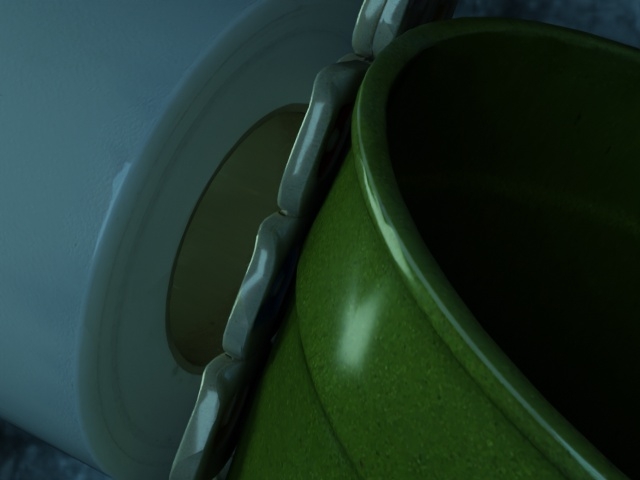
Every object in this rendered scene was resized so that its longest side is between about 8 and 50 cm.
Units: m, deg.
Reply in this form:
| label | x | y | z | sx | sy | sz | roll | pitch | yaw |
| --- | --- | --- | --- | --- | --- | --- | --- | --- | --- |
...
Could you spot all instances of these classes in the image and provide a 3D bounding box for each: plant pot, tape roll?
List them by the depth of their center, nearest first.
| label | x | y | z | sx | sy | sz | roll | pitch | yaw |
| --- | --- | --- | --- | --- | --- | --- | --- | --- | --- |
| plant pot | 0.095 | 0.162 | 0.729 | 0.366 | 0.366 | 0.353 | 42 | 120 | 20 |
| tape roll | -0.098 | -0.031 | 0.858 | 0.169 | 0.246 | 0.246 | 23 | 101 | 24 |

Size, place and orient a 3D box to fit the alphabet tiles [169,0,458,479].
| label | x | y | z | sx | sy | sz | roll | pitch | yaw |
| --- | --- | --- | --- | --- | --- | --- | --- | --- | --- |
| alphabet tiles | 0.000 | 0.000 | 0.794 | 0.021 | 0.278 | 0.284 | 23 | 102 | 8 |
